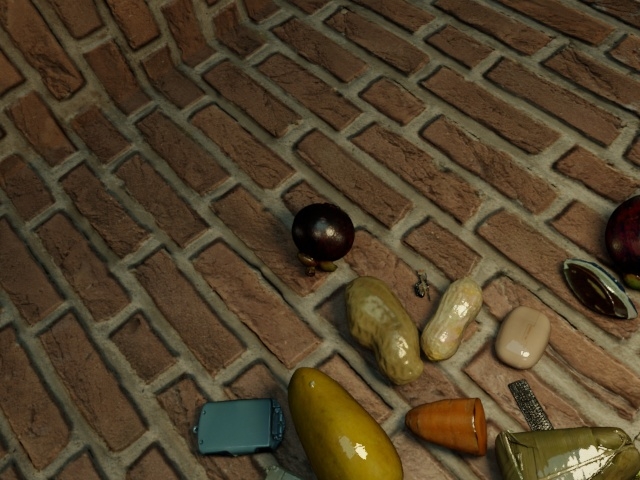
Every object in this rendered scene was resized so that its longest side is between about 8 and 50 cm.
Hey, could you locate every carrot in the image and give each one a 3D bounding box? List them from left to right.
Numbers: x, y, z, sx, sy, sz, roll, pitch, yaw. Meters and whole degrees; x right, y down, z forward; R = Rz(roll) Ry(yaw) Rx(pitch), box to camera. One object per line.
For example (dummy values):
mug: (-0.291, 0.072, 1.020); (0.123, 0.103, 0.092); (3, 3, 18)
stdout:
carrot: (0.352, 0.529, 1.678); (0.225, 0.159, 0.159); (-5, 57, 20)

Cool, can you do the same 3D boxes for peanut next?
peanut: (0.193, 0.275, 1.846); (0.192, 0.169, 0.387); (-30, 58, -2)

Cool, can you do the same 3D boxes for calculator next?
calculator: (-0.253, 0.576, 1.812); (0.294, 0.051, 0.172); (-6, 58, 8)

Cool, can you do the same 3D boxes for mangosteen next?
mangosteen: (0.000, 0.000, 2.036); (0.228, 0.228, 0.265); (21, 96, 22)
mangosteen: (1.026, 0.023, 1.777); (0.307, 0.306, 0.359); (4, 80, 13)

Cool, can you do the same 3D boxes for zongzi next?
zongzi: (0.690, 0.649, 1.478); (0.448, 0.181, 0.417); (-13, 55, 18)

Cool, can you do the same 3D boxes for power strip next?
power strip: (-0.043, 0.727, 1.677); (0.272, 0.052, 0.078); (19, 63, 20)

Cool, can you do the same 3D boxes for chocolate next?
chocolate: (0.416, 0.243, 1.843); (0.134, 0.134, 0.309); (24, 64, 23)

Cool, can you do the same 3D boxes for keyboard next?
keyboard: (0.619, 0.497, 1.714); (0.060, 0.018, 0.195); (-20, 57, -5)

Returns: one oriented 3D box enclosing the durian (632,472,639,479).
durian: (0.856, 0.640, 1.559); (0.216, 0.086, 0.100); (28, 34, 21)

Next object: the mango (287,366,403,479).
mango: (0.046, 0.540, 1.626); (0.221, 0.301, 0.445); (-35, 63, -10)

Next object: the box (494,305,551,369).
box: (0.618, 0.295, 1.797); (0.146, 0.088, 0.200); (23, 66, 22)

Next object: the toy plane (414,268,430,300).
toy plane: (0.341, 0.149, 1.978); (0.049, 0.031, 0.120); (-6, 60, 1)

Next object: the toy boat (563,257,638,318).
toy boat: (0.875, 0.147, 1.838); (0.115, 0.114, 0.262); (-9, 49, -33)
